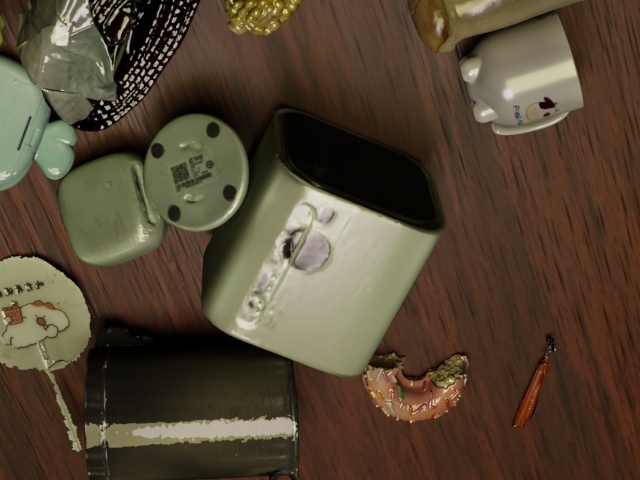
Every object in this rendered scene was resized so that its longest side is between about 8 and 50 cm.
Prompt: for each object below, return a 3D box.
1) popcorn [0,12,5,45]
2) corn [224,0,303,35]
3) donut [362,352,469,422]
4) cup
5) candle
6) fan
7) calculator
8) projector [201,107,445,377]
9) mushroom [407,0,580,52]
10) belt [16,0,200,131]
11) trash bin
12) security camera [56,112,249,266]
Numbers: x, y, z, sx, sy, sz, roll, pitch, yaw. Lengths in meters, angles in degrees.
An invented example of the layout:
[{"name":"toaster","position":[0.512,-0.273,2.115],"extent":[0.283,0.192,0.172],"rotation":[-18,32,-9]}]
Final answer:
[{"name":"popcorn","position":[-0.474,-0.298,1.699],"extent":[0.168,0.173,0.195],"rotation":[47,147,7]},{"name":"corn","position":[-0.015,-0.373,1.736],"extent":[0.086,0.086,0.288],"rotation":[39,107,-20]},{"name":"donut","position":[0.142,0.230,2.067],"extent":[0.166,0.065,0.117],"rotation":[2,117,-2]},{"name":"cup","position":[0.265,-0.218,1.821],"extent":[0.142,0.173,0.134],"rotation":[-18,86,8]},{"name":"candle","position":[0.334,0.219,2.095],"extent":[0.026,0.021,0.167],"rotation":[21,117,9]},{"name":"fan","position":[-0.410,0.173,2.020],"extent":[0.190,0.009,0.329],"rotation":[-13,110,13]},{"name":"calculator","position":[-0.465,-0.166,1.802],"extent":[0.295,0.042,0.184],"rotation":[20,85,-7]},{"name":"projector","position":[0.000,0.000,1.837],"extent":[0.248,0.248,0.249],"rotation":[22,114,-14]},{"name":"mushroom","position":[0.302,-0.370,1.729],"extent":[0.407,0.137,0.154],"rotation":[-22,127,2]},{"name":"belt","position":[-0.268,-0.275,1.710],"extent":[0.184,0.164,0.289],"rotation":[11,122,-38]},{"name":"trash bin","position":[-0.184,0.249,1.988],"extent":[0.301,0.203,0.252],"rotation":[-1,75,-3]},{"name":"security camera","position":[-0.218,-0.066,1.839],"extent":[0.301,0.080,0.157],"rotation":[-20,81,24]}]
